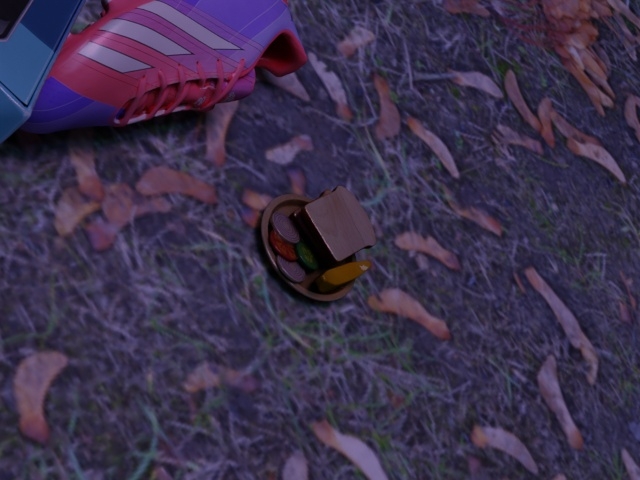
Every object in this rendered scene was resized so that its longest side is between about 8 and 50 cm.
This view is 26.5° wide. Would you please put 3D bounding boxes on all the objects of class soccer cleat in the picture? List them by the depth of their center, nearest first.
[{"bbox_3d":[-0.090,-0.109,0.827,0.095,0.083,0.248,55,38,-6],"label":"soccer cleat"}]

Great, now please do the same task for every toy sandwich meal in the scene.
[{"bbox_3d":[0.000,0.000,0.869,0.085,0.029,0.086,24,48,-30],"label":"toy sandwich meal"}]

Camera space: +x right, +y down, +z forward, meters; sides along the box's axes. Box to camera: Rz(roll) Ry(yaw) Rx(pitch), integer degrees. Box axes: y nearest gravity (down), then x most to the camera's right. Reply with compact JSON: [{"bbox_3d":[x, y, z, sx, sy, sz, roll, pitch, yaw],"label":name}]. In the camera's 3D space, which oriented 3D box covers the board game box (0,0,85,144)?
[{"bbox_3d":[-0.261,-0.196,0.634,0.336,0.079,0.254,45,19,-19],"label":"board game box"}]
